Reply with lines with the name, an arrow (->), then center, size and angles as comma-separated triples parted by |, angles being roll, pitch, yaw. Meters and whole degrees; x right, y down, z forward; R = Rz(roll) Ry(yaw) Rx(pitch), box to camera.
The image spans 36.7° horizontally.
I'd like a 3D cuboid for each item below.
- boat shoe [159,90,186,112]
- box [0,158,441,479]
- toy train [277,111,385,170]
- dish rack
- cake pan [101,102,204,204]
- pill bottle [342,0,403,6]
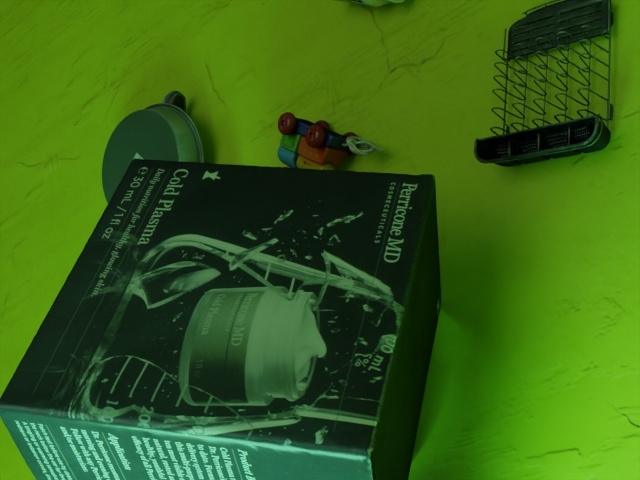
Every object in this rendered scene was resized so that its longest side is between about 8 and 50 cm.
boat shoe -> -0.319, -0.238, 2.126 | 0.066, 0.066, 0.183 | 12, 94, 42
box -> -0.098, 0.151, 1.345 | 0.471, 0.297, 0.480 | 5, 46, 13
toy train -> 0.010, -0.132, 1.736 | 0.248, 0.105, 0.143 | 30, 107, 46
dish rack -> 0.344, -0.246, 1.459 | 0.208, 0.074, 0.272 | -7, 70, 42
cake pan -> -0.372, -0.155, 2.086 | 0.293, 0.054, 0.293 | -3, 84, 38
pill bottle -> 0.086, -0.488, 1.778 | 0.180, 0.108, 0.108 | 24, 93, 46
